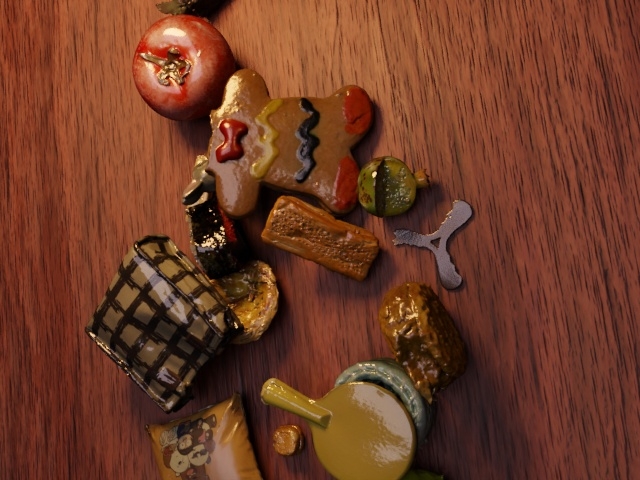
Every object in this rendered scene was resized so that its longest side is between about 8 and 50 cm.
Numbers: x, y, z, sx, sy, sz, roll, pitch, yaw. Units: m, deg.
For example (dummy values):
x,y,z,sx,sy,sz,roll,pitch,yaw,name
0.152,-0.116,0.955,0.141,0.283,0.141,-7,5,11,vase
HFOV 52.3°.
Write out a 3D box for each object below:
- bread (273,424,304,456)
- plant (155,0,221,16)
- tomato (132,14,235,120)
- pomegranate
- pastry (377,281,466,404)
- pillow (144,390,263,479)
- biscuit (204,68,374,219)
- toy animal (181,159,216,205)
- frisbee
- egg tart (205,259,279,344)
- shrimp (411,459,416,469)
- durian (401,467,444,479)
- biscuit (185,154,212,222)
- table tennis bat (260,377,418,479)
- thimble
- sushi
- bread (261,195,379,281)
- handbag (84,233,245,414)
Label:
x,y,z,sx,sy,sz,roll,pitch,yaw,name
-0.079,0.491,1.596,0.083,0.046,0.081,-48,64,13,bread
-0.355,-0.684,1.798,0.203,0.142,0.131,-38,81,5,plant
-0.353,-0.453,1.717,0.270,0.227,0.270,3,102,13,tomato
0.163,-0.131,1.529,0.169,0.122,0.143,-23,106,-16,pomegranate
0.223,0.203,1.401,0.132,0.235,0.240,-35,82,11,pastry
-0.286,0.571,1.632,0.310,0.119,0.312,-22,75,15,pillow
-0.080,-0.220,1.577,0.393,0.076,0.368,8,86,-2,biscuit
-0.259,-0.181,1.657,0.236,0.138,0.108,-20,61,-26,toy animal
0.259,-0.002,1.528,0.187,0.012,0.211,13,89,24,frisbee
-0.206,0.161,1.662,0.252,0.098,0.232,-30,67,13,egg tart
0.163,0.514,1.505,0.114,0.023,0.083,3,88,19,shrimp
0.143,0.632,1.419,0.255,0.204,0.340,26,86,9,durian
-0.319,-0.137,1.762,0.056,0.052,0.188,11,91,13,biscuit
0.032,0.395,1.409,0.368,0.054,0.224,19,92,22,table tennis bat
0.148,0.375,1.460,0.235,0.143,0.198,43,103,22,thimble
-0.261,-0.009,1.648,0.126,0.136,0.225,-27,45,0,sushi
0.000,0.001,1.539,0.270,0.077,0.139,22,108,-8,bread
-0.384,0.206,1.599,0.327,0.162,0.325,44,116,15,handbag
